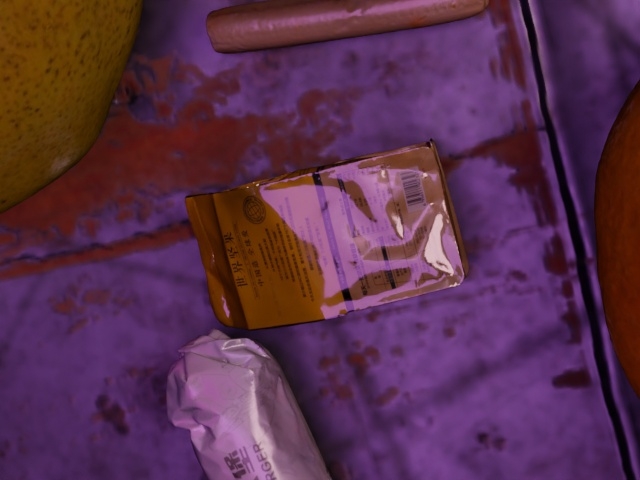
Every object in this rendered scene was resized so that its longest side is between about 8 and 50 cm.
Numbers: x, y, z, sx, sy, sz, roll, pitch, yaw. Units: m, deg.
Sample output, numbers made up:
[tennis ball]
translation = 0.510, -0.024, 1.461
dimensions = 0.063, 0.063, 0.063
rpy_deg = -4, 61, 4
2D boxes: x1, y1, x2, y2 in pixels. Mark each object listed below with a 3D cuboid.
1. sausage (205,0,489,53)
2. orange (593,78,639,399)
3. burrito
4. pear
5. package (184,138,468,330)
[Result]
[sausage]
translation = 0.012, -0.105, 0.879
dimensions = 0.132, 0.024, 0.024
rpy_deg = -6, 96, 15
[orange]
translation = 0.226, 0.009, 0.764
dimensions = 0.249, 0.183, 0.249
rpy_deg = 1, 97, 12
[burrito]
translation = -0.014, 0.136, 0.900
dimensions = 0.064, 0.064, 0.203
rpy_deg = -25, 93, 15
[pear]
translation = -0.175, -0.109, 0.846
dimensions = 0.198, 0.198, 0.198
rpy_deg = 2, 98, 13
[package]
translation = 0.000, 0.000, 0.884
dimensions = 0.131, 0.047, 0.071
rpy_deg = -11, 98, 12
